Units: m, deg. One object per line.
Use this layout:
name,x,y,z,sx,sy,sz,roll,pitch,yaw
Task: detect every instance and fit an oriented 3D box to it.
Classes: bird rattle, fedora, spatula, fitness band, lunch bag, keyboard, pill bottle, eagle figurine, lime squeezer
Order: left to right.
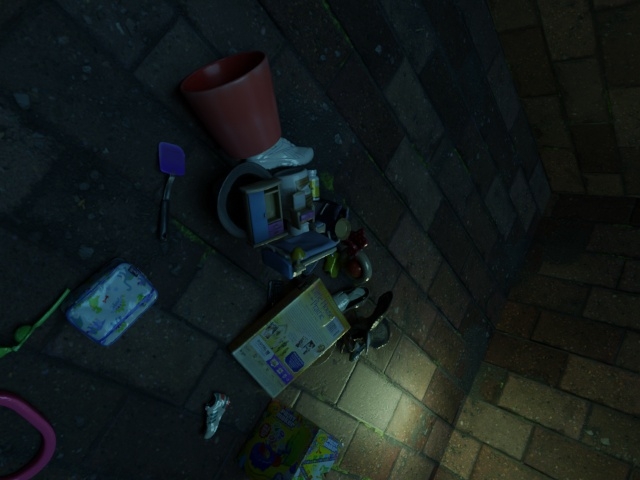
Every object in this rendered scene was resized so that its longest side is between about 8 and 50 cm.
fitness band,-0.816,0.509,1.080,0.209,0.054,0.291,-44,126,-29
lime squeezer,-0.778,0.226,1.071,0.310,0.059,0.110,-22,83,-37
lunch bag,-0.584,0.172,1.207,0.219,0.090,0.176,-47,129,-25
spatula,-0.460,-0.144,1.297,0.084,0.030,0.297,4,95,-46
fedora,-0.263,-0.136,1.419,0.275,0.124,0.244,31,79,-51
keyboard,-0.158,0.249,1.658,0.100,0.038,0.192,-3,102,-43
pill bottle,-0.091,-0.142,1.576,0.131,0.131,0.230,-28,117,-36
pill bottle,-0.037,-0.215,1.659,0.065,0.065,0.117,-13,107,-41
bird rattle,0.141,0.077,1.763,0.143,0.253,0.207,-26,77,-42
eagle figurine,0.228,0.375,1.929,0.298,0.226,0.225,-15,77,-24

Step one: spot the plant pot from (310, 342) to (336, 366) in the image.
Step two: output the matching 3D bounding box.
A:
plant pot,-0.018,0.420,1.829,0.236,0.032,0.237,-10,105,-41

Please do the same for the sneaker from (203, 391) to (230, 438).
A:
sneaker,-0.387,0.613,1.514,0.075,0.057,0.161,33,76,-25

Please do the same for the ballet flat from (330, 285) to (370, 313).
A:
ballet flat,0.103,0.255,1.849,0.315,0.108,0.106,-16,154,-47

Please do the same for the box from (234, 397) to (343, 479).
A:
box,-0.121,0.807,1.631,0.177,0.289,0.279,49,65,-37

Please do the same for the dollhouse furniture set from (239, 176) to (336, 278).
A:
dollhouse furniture set,-0.063,-0.062,1.321,0.286,0.303,0.198,-23,125,-34

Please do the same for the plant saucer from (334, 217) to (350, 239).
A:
plant saucer,0.080,-0.043,1.619,0.083,0.015,0.084,-4,96,-43

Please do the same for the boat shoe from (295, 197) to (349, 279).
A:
boat shoe,0.000,0.000,1.672,0.127,0.158,0.341,20,85,-43

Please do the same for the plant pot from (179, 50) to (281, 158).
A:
plant pot,-0.247,-0.402,1.305,0.275,0.274,0.243,-45,134,-27

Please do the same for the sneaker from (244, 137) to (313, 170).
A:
sneaker,-0.141,-0.317,1.516,0.297,0.111,0.130,-16,104,-41

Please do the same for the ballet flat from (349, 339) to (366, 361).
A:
ballet flat,0.186,0.490,2.025,0.188,0.070,0.070,-37,122,-34

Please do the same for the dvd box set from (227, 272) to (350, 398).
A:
dvd box set,-0.106,0.368,1.647,0.420,0.062,0.308,-41,124,-13
